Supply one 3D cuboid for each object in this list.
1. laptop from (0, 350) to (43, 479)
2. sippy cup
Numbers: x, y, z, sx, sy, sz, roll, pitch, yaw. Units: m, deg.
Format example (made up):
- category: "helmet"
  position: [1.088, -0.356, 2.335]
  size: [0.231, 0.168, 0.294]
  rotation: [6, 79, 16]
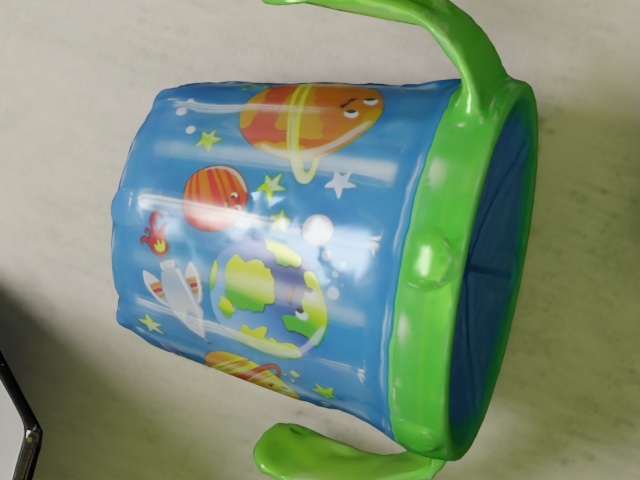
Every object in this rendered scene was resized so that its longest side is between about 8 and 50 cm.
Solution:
- category: "laptop"
  position: [-0.392, 0.182, 1.124]
  size: [0.236, 0.408, 0.382]
  rotation: [6, 113, -30]
- category: "sippy cup"
  position: [0.000, 0.000, 1.024]
  size: [0.224, 0.240, 0.305]
  rotation: [10, 84, 16]
